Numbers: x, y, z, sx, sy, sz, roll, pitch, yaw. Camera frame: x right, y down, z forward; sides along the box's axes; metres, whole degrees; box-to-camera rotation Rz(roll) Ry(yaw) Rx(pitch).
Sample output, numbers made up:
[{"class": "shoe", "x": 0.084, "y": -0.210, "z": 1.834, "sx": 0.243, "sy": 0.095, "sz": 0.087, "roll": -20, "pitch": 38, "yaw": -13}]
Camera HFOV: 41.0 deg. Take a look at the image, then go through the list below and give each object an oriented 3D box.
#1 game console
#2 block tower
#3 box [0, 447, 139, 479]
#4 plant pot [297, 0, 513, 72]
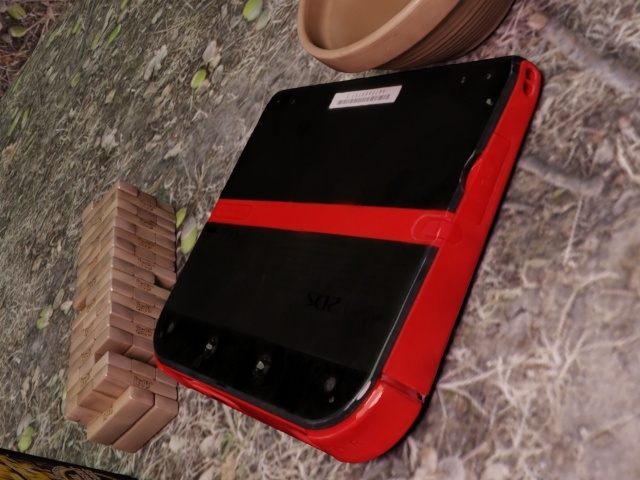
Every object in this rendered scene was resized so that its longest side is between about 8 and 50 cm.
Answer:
[{"class": "game console", "x": 0.000, "y": 0.000, "z": 0.785, "sx": 0.386, "sy": 0.060, "sz": 0.342, "roll": 7, "pitch": 67, "yaw": 55}, {"class": "block tower", "x": -0.230, "y": 0.072, "z": 1.010, "sx": 0.097, "sy": 0.091, "sz": 0.335, "roll": -42, "pitch": 38, "yaw": 27}, {"class": "box", "x": -0.208, "y": 0.249, "z": 0.625, "sx": 0.395, "sy": 0.318, "sz": 0.097, "roll": 12, "pitch": 82, "yaw": 55}, {"class": "plant pot", "x": 0.095, "y": -0.234, "z": 0.753, "sx": 0.237, "sy": 0.110, "sz": 0.237, "roll": -34, "pitch": 39, "yaw": 34}]
